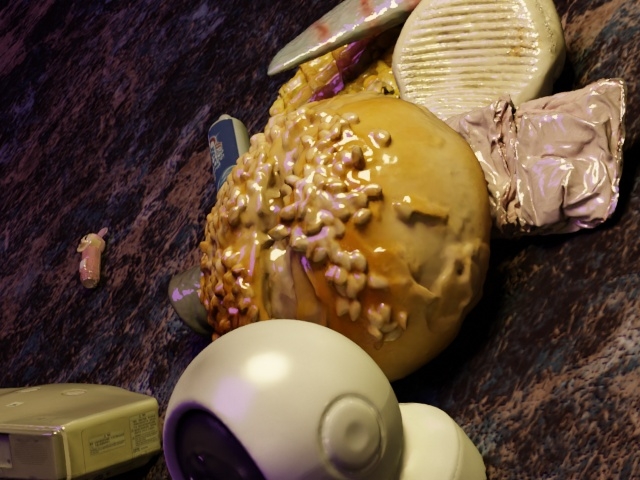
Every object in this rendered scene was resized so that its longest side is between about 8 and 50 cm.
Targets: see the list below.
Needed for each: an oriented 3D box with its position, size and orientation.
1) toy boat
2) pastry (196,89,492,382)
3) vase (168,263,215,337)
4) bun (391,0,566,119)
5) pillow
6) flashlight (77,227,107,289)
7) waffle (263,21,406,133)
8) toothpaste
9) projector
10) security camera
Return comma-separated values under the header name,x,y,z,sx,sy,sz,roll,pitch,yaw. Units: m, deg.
name,x,y,z,sx,sy,sz,roll,pitch,yaw
toy boat,0.070,-0.247,2.084,0.282,0.096,0.206,-27,25,7
pastry,0.000,0.000,1.754,0.315,0.184,0.285,-14,63,51
vase,-0.052,0.006,2.002,0.237,0.115,0.115,-36,27,30
bun,0.162,-0.168,1.894,0.183,0.102,0.183,-7,77,33
pillow,0.168,-0.065,1.748,0.248,0.049,0.135,-10,72,51
flashlight,-0.285,0.023,2.432,0.052,0.031,0.110,-39,26,19
waffle,0.024,-0.150,2.149,0.262,0.060,0.281,-15,40,53
toothpaste,-0.097,-0.073,2.254,0.069,0.047,0.268,-30,32,10
projector,-0.296,0.204,2.029,0.269,0.088,0.193,-1,8,38
security camera,-0.009,0.163,1.539,0.194,0.236,0.195,-35,28,22
